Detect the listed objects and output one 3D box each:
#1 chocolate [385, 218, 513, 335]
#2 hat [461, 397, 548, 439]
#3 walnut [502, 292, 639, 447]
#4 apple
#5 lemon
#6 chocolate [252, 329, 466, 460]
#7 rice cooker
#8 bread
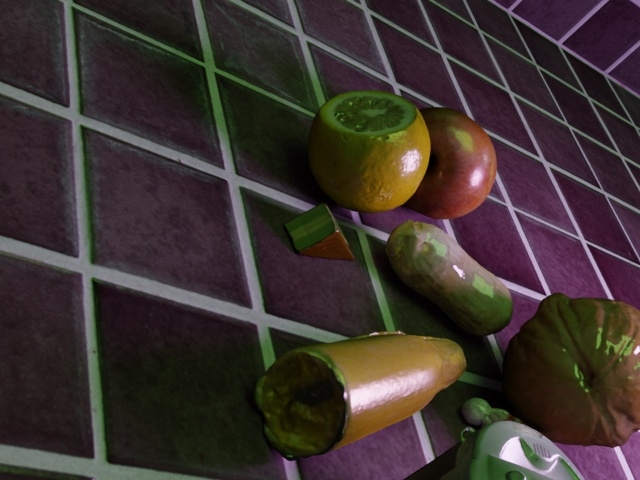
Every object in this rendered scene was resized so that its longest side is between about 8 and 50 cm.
[{"bbox_3d":[0.250,0.073,1.860,0.309,0.134,0.134,38,32,-18],"label":"chocolate"},{"bbox_3d":[0.323,0.336,1.685,0.162,0.093,0.112,47,5,13],"label":"hat"},{"bbox_3d":[0.490,0.240,1.782,0.333,0.333,0.332,31,35,-24],"label":"walnut"},{"bbox_3d":[0.254,-0.168,2.048,0.254,0.253,0.253,31,35,-24],"label":"apple"},{"bbox_3d":[0.094,-0.158,1.852,0.241,0.219,0.240,-1,37,0],"label":"lemon"},{"bbox_3d":[0.087,0.223,1.499,0.445,0.162,0.162,-3,56,-56],"label":"chocolate"},{"bbox_3d":[0.243,0.414,1.318,0.288,0.277,0.288,32,35,-26],"label":"rice cooker"},{"bbox_3d":[0.002,0.002,1.751,0.074,0.084,0.139,64,5,27],"label":"bread"}]
